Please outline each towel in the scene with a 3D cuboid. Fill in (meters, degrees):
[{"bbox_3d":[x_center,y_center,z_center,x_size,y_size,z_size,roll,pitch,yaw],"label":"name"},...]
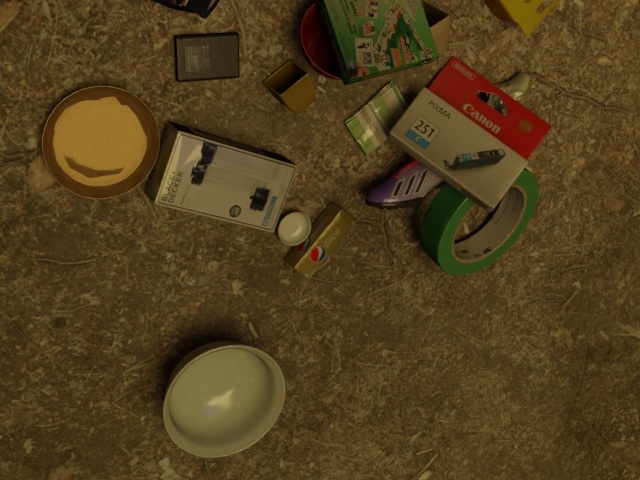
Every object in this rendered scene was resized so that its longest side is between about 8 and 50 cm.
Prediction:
[{"bbox_3d":[0.139,-0.282,2.008,0.152,0.023,0.113,-41,122,-5],"label":"towel"}]

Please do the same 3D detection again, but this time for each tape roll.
[{"bbox_3d":[0.396,-0.061,2.138,0.321,0.077,0.321,-24,139,-22],"label":"tape roll"}]

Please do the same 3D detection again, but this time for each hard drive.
[{"bbox_3d":[-0.233,-0.379,1.782,0.135,0.022,0.094,-9,115,-23],"label":"hard drive"}]

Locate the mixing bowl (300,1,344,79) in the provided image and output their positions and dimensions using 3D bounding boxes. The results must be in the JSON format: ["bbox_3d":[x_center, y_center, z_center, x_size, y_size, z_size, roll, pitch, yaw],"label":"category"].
[{"bbox_3d":[0.032,-0.416,1.834,0.181,0.098,0.182,2,83,-17],"label":"mixing bowl"}]

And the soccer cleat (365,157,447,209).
[{"bbox_3d":[0.239,-0.164,2.062,0.318,0.108,0.117,-20,117,-22],"label":"soccer cleat"}]

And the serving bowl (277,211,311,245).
[{"bbox_3d":[-0.065,-0.031,2.013,0.083,0.027,0.083,-10,115,-22],"label":"serving bowl"}]

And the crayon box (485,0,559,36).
[{"bbox_3d":[0.435,-0.646,1.961,0.202,0.081,0.318,-47,123,-1],"label":"crayon box"}]

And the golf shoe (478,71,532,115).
[{"bbox_3d":[0.438,-0.358,2.099,0.176,0.069,0.086,-46,117,-3],"label":"golf shoe"}]

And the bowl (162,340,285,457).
[{"bbox_3d":[-0.241,0.348,2.028,0.297,0.134,0.298,-10,116,-22],"label":"bowl"}]

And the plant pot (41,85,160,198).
[{"bbox_3d":[-0.445,-0.200,1.750,0.236,0.032,0.236,-11,116,-23],"label":"plant pot"}]

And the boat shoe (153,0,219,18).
[{"bbox_3d":[-0.220,-0.594,1.654,0.158,0.127,0.341,22,101,-48],"label":"boat shoe"}]

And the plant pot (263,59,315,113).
[{"bbox_3d":[-0.058,-0.323,1.862,0.081,0.081,0.083,-40,135,-5],"label":"plant pot"}]

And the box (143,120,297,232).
[{"bbox_3d":[-0.214,-0.132,1.860,0.289,0.087,0.169,15,104,-30],"label":"box"}]

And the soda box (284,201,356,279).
[{"bbox_3d":[0.000,0.000,2.038,0.058,0.061,0.181,38,92,-33],"label":"soda box"}]

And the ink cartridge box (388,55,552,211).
[{"bbox_3d":[0.349,-0.255,1.980,0.296,0.066,0.261,37,83,6],"label":"ink cartridge box"}]

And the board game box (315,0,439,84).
[{"bbox_3d":[0.099,-0.501,1.791,0.213,0.046,0.318,-18,88,-20],"label":"board game box"}]

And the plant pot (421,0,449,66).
[{"bbox_3d":[0.226,-0.456,1.932,0.109,0.109,0.096,-35,134,-9],"label":"plant pot"}]
